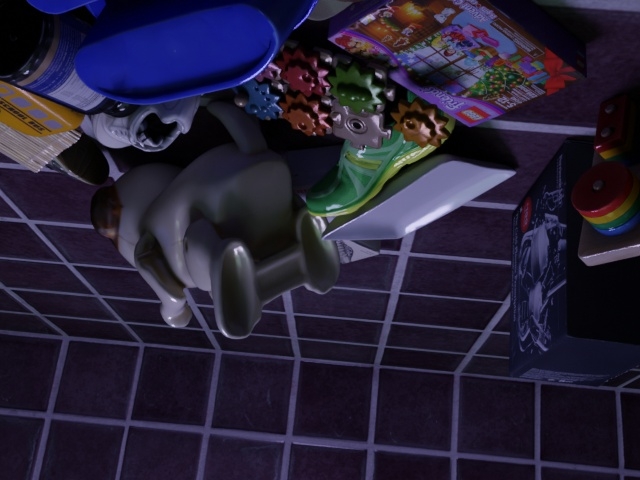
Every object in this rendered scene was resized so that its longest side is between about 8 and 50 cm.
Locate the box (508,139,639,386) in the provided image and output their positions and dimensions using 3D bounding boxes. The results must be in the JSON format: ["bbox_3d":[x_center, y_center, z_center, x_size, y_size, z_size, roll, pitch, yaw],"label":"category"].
[{"bbox_3d":[0.460,0.052,1.347,0.178,0.344,0.312,7,158,-1],"label":"box"}]

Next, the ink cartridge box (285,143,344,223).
[{"bbox_3d":[0.032,-0.097,1.437,0.139,0.082,0.191,-4,155,23],"label":"ink cartridge box"}]

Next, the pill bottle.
[{"bbox_3d":[-0.348,-0.248,1.078,0.122,0.123,0.219,-5,169,27],"label":"pill bottle"}]

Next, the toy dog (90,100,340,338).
[{"bbox_3d":[-0.233,-0.031,1.366,0.407,0.284,0.396,5,121,43],"label":"toy dog"}]

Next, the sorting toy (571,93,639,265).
[{"bbox_3d":[0.472,-0.116,1.062,0.089,0.256,0.257,37,146,-26],"label":"sorting toy"}]

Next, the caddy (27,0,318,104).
[{"bbox_3d":[-0.160,-0.300,0.857,0.341,0.179,0.241,-5,134,27],"label":"caddy"}]

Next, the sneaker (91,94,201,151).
[{"bbox_3d":[-0.289,-0.194,1.233,0.110,0.119,0.292,20,156,-36],"label":"sneaker"}]

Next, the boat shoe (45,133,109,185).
[{"bbox_3d":[-0.489,-0.171,1.404,0.073,0.080,0.223,-5,151,40],"label":"boat shoe"}]

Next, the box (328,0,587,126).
[{"bbox_3d":[0.184,-0.261,1.015,0.293,0.057,0.200,22,154,-35],"label":"box"}]

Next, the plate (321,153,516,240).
[{"bbox_3d":[0.170,-0.078,1.343,0.278,0.045,0.277,-31,162,32],"label":"plate"}]

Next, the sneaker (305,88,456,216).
[{"bbox_3d":[0.076,-0.150,1.222,0.123,0.109,0.295,39,119,-23],"label":"sneaker"}]

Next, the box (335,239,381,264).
[{"bbox_3d":[0.000,0.000,1.674,0.113,0.094,0.275,23,153,-36],"label":"box"}]

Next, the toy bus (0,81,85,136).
[{"bbox_3d":[-0.492,-0.272,1.095,0.130,0.108,0.332,-6,156,26],"label":"toy bus"}]

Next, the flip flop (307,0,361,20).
[{"bbox_3d":[0.061,-0.320,0.865,0.112,0.080,0.277,25,152,-39],"label":"flip flop"}]

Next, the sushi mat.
[{"bbox_3d":[-0.563,-0.225,1.249,0.151,0.019,0.316,-28,133,36],"label":"sushi mat"}]

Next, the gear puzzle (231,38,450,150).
[{"bbox_3d":[0.019,-0.188,1.085,0.338,0.044,0.176,20,148,14],"label":"gear puzzle"}]
